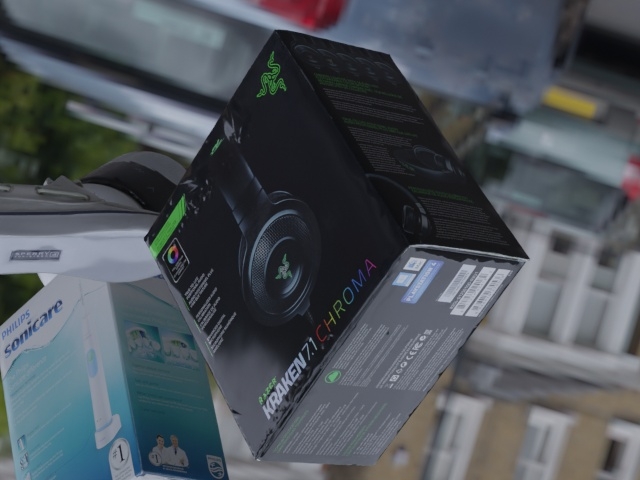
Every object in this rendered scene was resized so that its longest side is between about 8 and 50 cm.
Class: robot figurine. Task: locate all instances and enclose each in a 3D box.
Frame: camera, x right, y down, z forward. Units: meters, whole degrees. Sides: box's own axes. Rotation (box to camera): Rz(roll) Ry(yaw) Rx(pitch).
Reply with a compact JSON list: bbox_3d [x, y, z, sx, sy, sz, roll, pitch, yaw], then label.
[{"bbox_3d":[-0.245,-0.010,2.378,0.173,0.209,0.278,48,-153,1],"label":"robot figurine"}]

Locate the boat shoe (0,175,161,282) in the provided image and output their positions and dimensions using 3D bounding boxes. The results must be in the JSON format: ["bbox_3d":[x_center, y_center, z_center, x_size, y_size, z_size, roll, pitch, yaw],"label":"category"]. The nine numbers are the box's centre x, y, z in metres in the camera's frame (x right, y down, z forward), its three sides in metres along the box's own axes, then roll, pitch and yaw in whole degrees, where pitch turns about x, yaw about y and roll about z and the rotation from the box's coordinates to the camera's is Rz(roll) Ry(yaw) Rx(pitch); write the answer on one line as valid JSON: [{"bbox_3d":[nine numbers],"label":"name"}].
[{"bbox_3d":[-0.251,-0.017,1.822,0.267,0.088,0.096,-1,147,-20],"label":"boat shoe"}]

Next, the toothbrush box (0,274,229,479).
[{"bbox_3d":[-0.235,0.180,2.092,0.126,0.216,0.295,15,-133,-40],"label":"toothbrush box"}]

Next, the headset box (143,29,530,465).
[{"bbox_3d":[0.000,0.000,1.568,0.131,0.246,0.283,8,-141,-38],"label":"headset box"}]
